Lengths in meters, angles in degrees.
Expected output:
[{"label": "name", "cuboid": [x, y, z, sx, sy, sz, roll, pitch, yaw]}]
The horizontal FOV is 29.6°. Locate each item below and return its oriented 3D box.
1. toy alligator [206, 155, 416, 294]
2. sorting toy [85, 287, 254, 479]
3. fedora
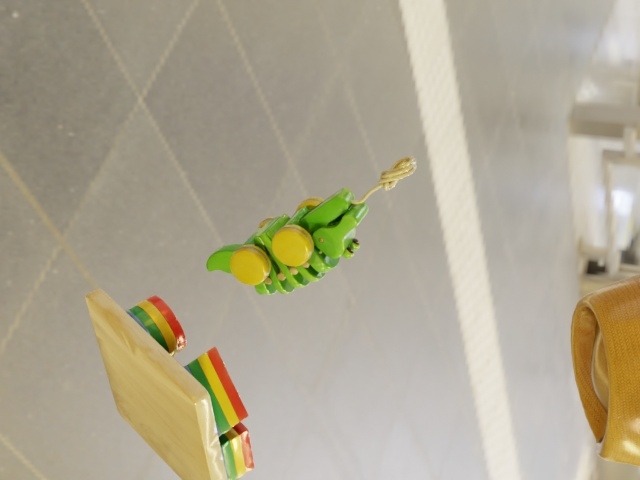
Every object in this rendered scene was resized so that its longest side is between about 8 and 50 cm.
[{"label": "toy alligator", "cuboid": [0.000, 0.000, 0.847, 0.051, 0.190, 0.056, 57, 33, -13]}, {"label": "sorting toy", "cuboid": [-0.194, 0.205, 1.657, 0.089, 0.257, 0.255, -32, 139, -25]}, {"label": "fedora", "cuboid": [0.191, 0.078, 0.698, 0.194, 0.079, 0.194, -10, 90, -86]}]
